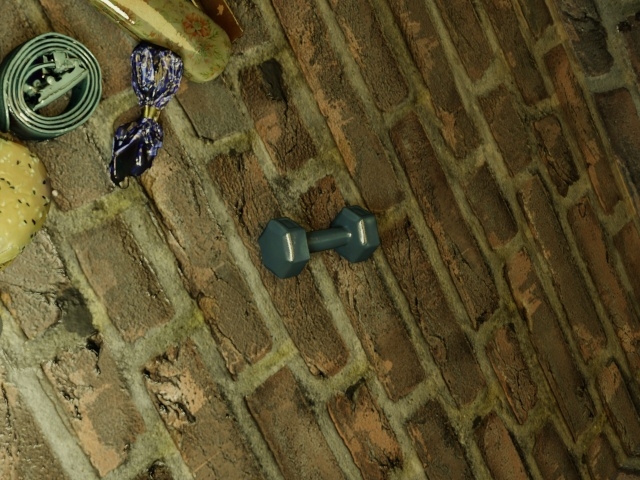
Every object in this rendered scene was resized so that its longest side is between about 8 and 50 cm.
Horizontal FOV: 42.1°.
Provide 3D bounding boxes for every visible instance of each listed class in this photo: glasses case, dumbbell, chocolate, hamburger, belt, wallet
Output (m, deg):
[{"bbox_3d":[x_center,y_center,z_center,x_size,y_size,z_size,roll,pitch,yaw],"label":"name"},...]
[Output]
[{"bbox_3d":[-0.398,-0.543,1.993,0.425,0.098,0.156,36,69,-28],"label":"glasses case"},{"bbox_3d":[0.000,0.000,2.191,0.325,0.160,0.144,-10,62,-36],"label":"dumbbell"},{"bbox_3d":[-0.409,-0.280,1.947,0.148,0.126,0.343,47,53,-72],"label":"chocolate"},{"bbox_3d":[-0.698,-0.062,1.625,0.318,0.195,0.276,15,57,-38],"label":"hamburger"},{"bbox_3d":[-0.597,-0.326,1.808,0.206,0.116,0.267,47,57,-28],"label":"belt"},{"bbox_3d":[-0.275,-0.582,2.135,0.095,0.026,0.176,-42,108,-26],"label":"wallet"}]

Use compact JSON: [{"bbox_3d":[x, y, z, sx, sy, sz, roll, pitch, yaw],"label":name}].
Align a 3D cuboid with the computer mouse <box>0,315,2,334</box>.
[{"bbox_3d":[-0.735,0.118,1.687,0.120,0.057,0.232,-30,101,-35],"label":"computer mouse"}]
